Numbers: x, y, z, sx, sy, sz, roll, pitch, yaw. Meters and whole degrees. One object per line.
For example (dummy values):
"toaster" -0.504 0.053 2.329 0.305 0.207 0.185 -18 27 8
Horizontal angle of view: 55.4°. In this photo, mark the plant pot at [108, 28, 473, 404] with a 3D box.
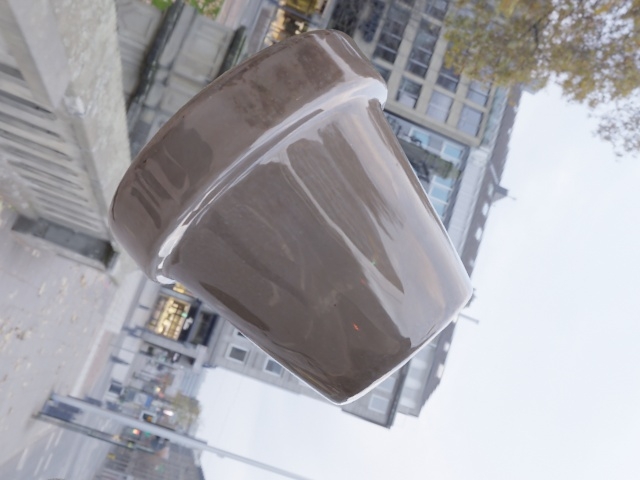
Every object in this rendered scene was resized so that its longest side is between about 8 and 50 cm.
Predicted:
"plant pot" 0.000 0.000 0.509 0.263 0.229 0.263 -40 172 -6

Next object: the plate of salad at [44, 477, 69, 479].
"plate of salad" -0.319 0.324 0.599 0.199 0.048 0.200 -25 -147 18
